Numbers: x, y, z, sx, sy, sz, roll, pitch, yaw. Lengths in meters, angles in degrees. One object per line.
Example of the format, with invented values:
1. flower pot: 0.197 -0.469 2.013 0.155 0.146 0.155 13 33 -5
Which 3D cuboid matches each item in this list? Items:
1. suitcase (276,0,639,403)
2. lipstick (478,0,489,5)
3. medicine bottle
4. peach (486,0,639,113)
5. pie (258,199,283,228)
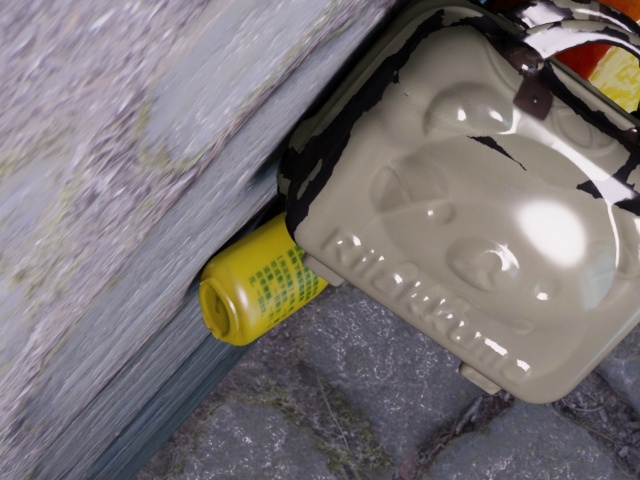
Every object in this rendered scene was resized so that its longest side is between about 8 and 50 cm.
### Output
1. suitcase: 0.169 -0.057 1.427 0.339 0.351 0.194 -49 -164 22
2. lipstick: 0.136 -0.219 1.651 0.234 0.053 0.053 -50 177 2
3. medicine bottle: 0.000 0.000 1.723 0.309 0.076 0.111 -34 135 -32
4. peach: 0.307 -0.245 1.852 0.380 0.242 0.306 -52 -142 31
5. pie: -0.014 -0.050 1.804 0.154 0.036 0.154 -48 175 -6
